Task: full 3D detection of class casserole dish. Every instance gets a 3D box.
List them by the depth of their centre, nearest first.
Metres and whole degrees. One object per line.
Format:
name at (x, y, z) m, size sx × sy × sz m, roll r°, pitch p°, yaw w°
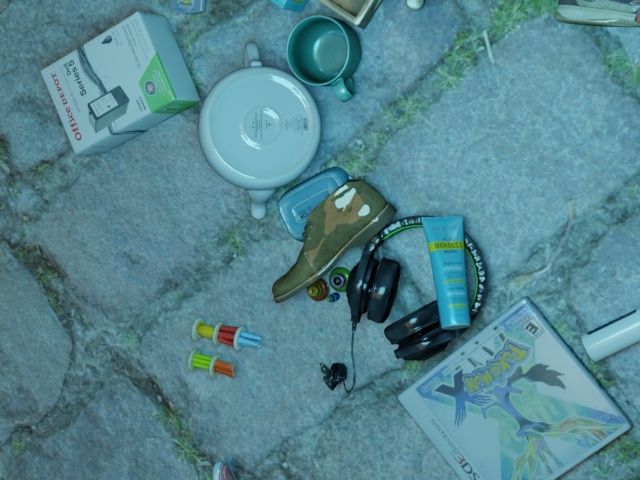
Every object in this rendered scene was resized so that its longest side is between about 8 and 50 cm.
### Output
casserole dish at (-0.008, -0.070, 1.925) m, size 0.188 × 0.037 × 0.114 m, roll -28°, pitch 86°, yaw 24°

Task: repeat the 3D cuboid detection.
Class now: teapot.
teapot at (-0.124, -0.216, 1.883) m, size 0.252 × 0.187 × 0.256 m, roll 42°, pitch 84°, yaw -7°

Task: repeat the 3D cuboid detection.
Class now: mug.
mug at (0.011, -0.346, 1.849) m, size 0.129 × 0.097 × 0.157 m, roll 7°, pitch 100°, yaw 21°

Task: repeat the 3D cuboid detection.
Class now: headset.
headset at (0.146, 0.133, 1.858) m, size 0.243 × 0.185 × 0.394 m, roll 42°, pitch 95°, yaw 8°

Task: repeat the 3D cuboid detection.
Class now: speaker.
speaker at (0.536, 0.164, 1.722) m, size 0.136 × 0.055 × 0.055 m, roll -31°, pitch 85°, yaw 23°

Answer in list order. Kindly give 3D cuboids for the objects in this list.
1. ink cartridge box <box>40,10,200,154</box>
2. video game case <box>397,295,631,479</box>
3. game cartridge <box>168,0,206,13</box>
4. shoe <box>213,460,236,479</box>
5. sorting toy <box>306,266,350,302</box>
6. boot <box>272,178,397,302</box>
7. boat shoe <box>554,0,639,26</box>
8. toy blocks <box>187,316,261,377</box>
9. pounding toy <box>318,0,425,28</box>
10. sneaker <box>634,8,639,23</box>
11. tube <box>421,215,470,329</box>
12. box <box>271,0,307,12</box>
ink cartridge box at (-0.417, -0.321, 2.017) m, size 0.273 × 0.115 × 0.198 m, roll -24°, pitch 87°, yaw 23°
video game case at (0.356, 0.319, 1.825) m, size 0.329 × 0.036 × 0.300 m, roll -42°, pitch 81°, yaw 21°
game cartridge at (-0.273, -0.494, 1.992) m, size 0.083 × 0.017 × 0.056 m, roll 10°, pitch 104°, yaw 21°
shoe at (-0.168, 0.548, 2.056) m, size 0.081 × 0.063 × 0.178 m, roll -11°, pitch 98°, yaw 22°
sorting toy at (0.016, 0.094, 1.932) m, size 0.102 × 0.042 × 0.061 m, roll -25°, pitch 87°, yaw 23°
boot at (0.000, 0.000, 1.876) m, size 0.115 × 0.112 × 0.305 m, roll 45°, pitch 109°, yaw -7°
boat shoe at (0.538, -0.404, 1.627) m, size 0.285 × 0.103 × 0.092 m, roll 8°, pitch 104°, yaw 27°
toy blocks at (-0.198, 0.233, 2.030) m, size 0.148 × 0.054 × 0.123 m, roll 11°, pitch 100°, yaw 20°
pounding toy at (0.106, -0.484, 1.802) m, size 0.206 × 0.094 × 0.181 m, roll 35°, pitch 103°, yaw 5°
sneaker at (0.542, -0.495, 1.540) m, size 0.148 × 0.131 × 0.350 m, roll -2°, pitch 70°, yaw 3°
tube at (0.233, 0.056, 1.754) m, size 0.080 × 0.052 × 0.207 m, roll -1°, pitch 75°, yaw -20°
box at (-0.015, -0.555, 1.833) m, size 0.060 × 0.100 × 0.244 m, roll 37°, pitch 109°, yaw 13°
